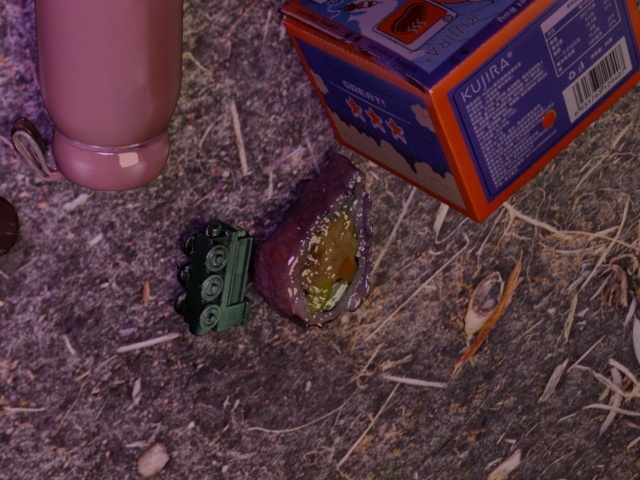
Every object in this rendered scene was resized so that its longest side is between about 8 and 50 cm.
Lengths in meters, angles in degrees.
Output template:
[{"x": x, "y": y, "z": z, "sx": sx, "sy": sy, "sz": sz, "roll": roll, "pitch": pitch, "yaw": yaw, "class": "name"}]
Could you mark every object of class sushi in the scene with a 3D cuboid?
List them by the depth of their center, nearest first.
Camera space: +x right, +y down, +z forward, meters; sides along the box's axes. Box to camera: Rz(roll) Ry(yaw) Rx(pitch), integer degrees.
[{"x": -0.016, "y": 0.006, "z": 2.046, "sx": 0.161, "sy": 0.107, "sz": 0.241, "roll": -16, "pitch": 119, "yaw": -35, "class": "sushi"}]

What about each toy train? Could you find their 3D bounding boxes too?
[{"x": -0.144, "y": 0.050, "z": 1.995, "sx": 0.111, "sy": 0.071, "sz": 0.171, "roll": -14, "pitch": 122, "yaw": -46, "class": "toy train"}]

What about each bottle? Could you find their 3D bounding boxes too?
[{"x": -0.263, "y": -0.208, "z": 1.678, "sx": 0.206, "sy": 0.173, "sz": 0.297, "roll": 0, "pitch": 121, "yaw": -6, "class": "bottle"}]

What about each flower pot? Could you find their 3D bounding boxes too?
[{"x": -0.410, "y": -0.020, "z": 1.703, "sx": 0.089, "sy": 0.111, "sz": 0.111, "roll": 9, "pitch": 109, "yaw": -57, "class": "flower pot"}]

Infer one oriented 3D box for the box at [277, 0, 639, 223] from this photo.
[{"x": 0.196, "y": -0.268, "z": 1.914, "sx": 0.348, "sy": 0.318, "sz": 0.257, "roll": -40, "pitch": 135, "yaw": -14, "class": "box"}]
